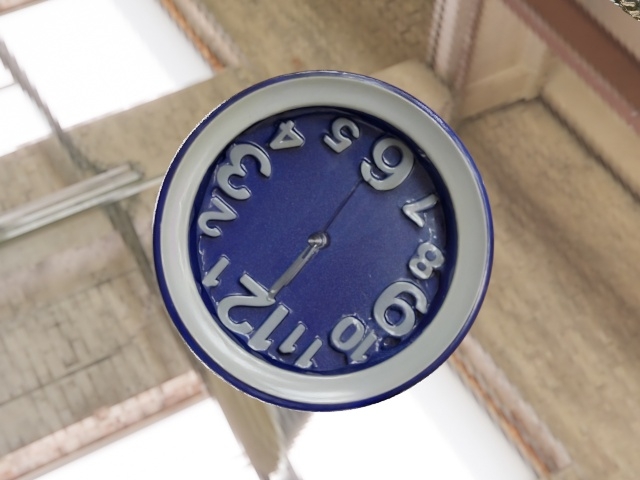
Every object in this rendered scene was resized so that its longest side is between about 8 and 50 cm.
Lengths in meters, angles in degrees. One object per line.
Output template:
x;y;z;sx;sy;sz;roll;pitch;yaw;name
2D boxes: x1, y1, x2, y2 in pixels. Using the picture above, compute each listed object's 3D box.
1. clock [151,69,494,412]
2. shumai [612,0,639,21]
0.000;0.000;0.940;0.083;0.230;0.230;-166;-127;-84;clock
0.111;-0.123;0.362;0.087;0.099;0.123;93;-19;-65;shumai
